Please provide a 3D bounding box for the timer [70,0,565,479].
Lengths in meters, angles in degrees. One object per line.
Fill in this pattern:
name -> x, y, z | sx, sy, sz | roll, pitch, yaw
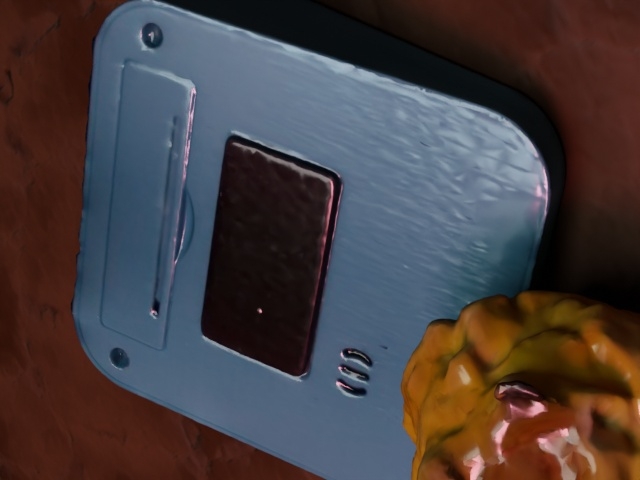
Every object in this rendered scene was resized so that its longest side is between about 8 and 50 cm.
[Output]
timer -> 0.000, 0.000, 0.741 | 0.250, 0.091, 0.232 | 24, 121, 23

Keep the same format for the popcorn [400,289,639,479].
popcorn -> 0.108, 0.098, 0.611 | 0.167, 0.152, 0.148 | 23, 105, 19
